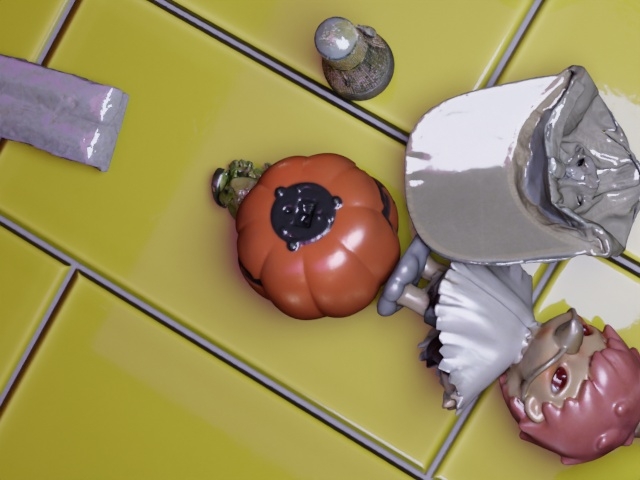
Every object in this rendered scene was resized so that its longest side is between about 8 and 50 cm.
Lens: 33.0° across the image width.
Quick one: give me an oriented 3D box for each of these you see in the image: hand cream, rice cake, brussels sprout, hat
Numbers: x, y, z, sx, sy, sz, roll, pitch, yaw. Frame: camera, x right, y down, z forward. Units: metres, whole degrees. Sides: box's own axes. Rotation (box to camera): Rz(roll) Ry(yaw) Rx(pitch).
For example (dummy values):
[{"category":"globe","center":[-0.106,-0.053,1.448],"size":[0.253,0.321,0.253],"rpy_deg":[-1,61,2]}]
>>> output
[{"category":"hand cream","center":[0.029,-0.206,1.181],"size":[0.084,0.203,0.084],"rpy_deg":[0,90,11]},{"category":"rice cake","center":[-0.385,-0.174,1.326],"size":[0.298,0.050,0.106],"rpy_deg":[17,92,9]},{"category":"brussels sprout","center":[-0.091,-0.059,1.277],"size":[0.085,0.058,0.085],"rpy_deg":[-5,75,19]},{"category":"hat","center":[0.227,-0.067,1.191],"size":[0.244,0.149,0.214],"rpy_deg":[-8,75,21]}]

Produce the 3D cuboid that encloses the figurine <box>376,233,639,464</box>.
[{"category":"figurine","center":[0.244,0.133,1.161],"size":[0.387,0.207,0.166],"rpy_deg":[32,139,8]}]

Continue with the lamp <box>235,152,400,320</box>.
[{"category":"lamp","center":[0.000,0.000,1.211],"size":[0.187,0.164,0.188],"rpy_deg":[-7,65,15]}]
